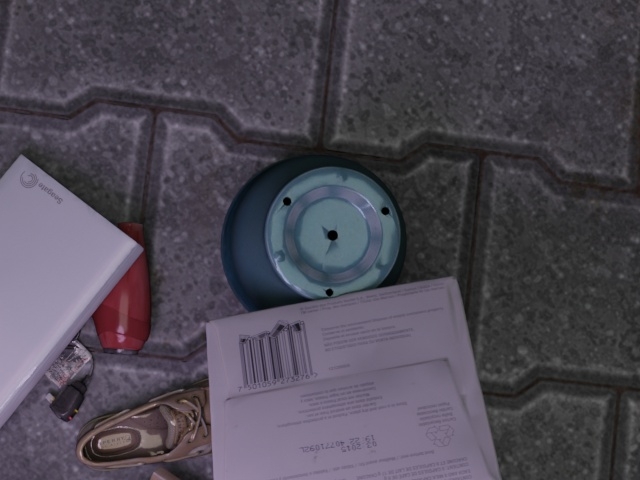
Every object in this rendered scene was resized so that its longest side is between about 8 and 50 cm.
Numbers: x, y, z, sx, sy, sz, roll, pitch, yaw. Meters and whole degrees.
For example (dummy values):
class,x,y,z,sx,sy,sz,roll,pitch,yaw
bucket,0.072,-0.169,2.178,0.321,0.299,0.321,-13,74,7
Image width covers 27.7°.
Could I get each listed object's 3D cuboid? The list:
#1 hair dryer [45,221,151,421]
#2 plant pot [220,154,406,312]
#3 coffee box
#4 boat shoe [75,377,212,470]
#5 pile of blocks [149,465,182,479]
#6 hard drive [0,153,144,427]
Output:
class,x,y,z,sx,sy,sz,roll,pitch,yaw
hair dryer,-0.348,0.091,1.852,0.223,0.080,0.293,43,82,-2
plant pot,0.000,0.000,1.812,0.271,0.255,0.272,0,86,-6
coffee box,0.049,0.302,1.670,0.337,0.334,0.338,-10,44,1
boat shoe,-0.200,0.264,1.848,0.302,0.098,0.109,-13,88,-8
pile of blocks,-0.154,0.492,1.799,0.149,0.112,0.362,-36,92,31
hard drive,-0.446,0.081,1.823,0.233,0.047,0.353,36,82,17
